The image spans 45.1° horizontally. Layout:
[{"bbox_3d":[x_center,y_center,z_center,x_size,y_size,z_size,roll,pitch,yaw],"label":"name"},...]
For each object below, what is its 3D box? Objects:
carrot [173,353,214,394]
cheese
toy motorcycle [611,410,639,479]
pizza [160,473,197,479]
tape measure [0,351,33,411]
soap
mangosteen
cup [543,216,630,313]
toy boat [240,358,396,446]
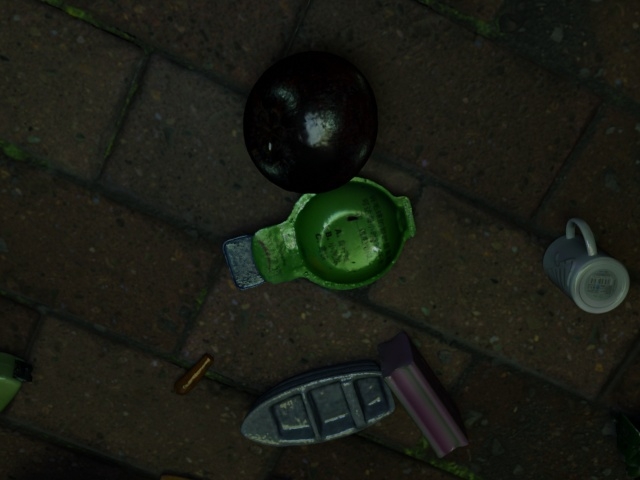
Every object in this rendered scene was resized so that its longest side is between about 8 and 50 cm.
[{"bbox_3d":[-0.229,0.244,1.395,0.032,0.032,0.093,41,100,-15],"label":"carrot"},{"bbox_3d":[0.000,0.000,1.283,0.320,0.083,0.204,-15,112,1],"label":"cheese"},{"bbox_3d":[0.652,0.337,1.412,0.187,0.125,0.275,39,103,-24],"label":"toy motorcycle"},{"bbox_3d":[-0.267,0.534,1.497,0.176,0.036,0.184,-42,106,13],"label":"pizza"},{"bbox_3d":[-0.635,0.269,1.354,0.175,0.106,0.200,31,110,-28],"label":"tape measure"},{"bbox_3d":[0.181,0.273,1.369,0.065,0.122,0.203,-32,109,11],"label":"soap"},{"bbox_3d":[-0.003,-0.180,1.165,0.216,0.216,0.216,-1,110,-1],"label":"mangosteen"},{"bbox_3d":[0.430,0.041,1.284,0.099,0.133,0.136,-39,107,8],"label":"cup"},{"bbox_3d":[-0.009,0.299,1.396,0.282,0.078,0.127,-16,111,4],"label":"toy boat"}]
